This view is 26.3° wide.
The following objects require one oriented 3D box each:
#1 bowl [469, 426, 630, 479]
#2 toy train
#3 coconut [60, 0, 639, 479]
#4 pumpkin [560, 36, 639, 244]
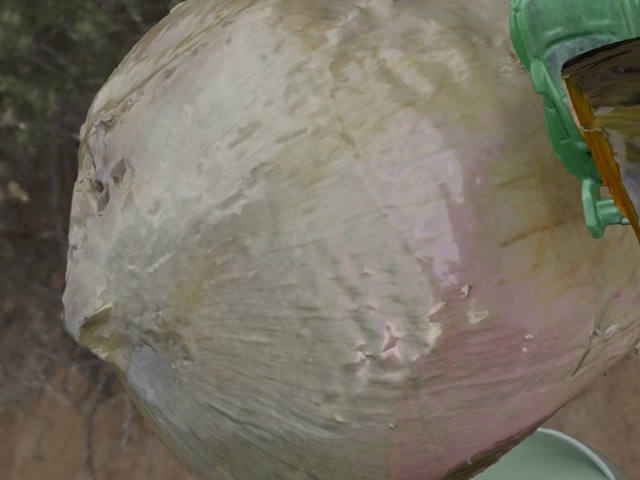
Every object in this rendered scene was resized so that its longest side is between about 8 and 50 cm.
[{"bbox_3d":[0.254,0.371,1.549,0.307,0.163,0.307,-18,62,37],"label":"bowl"},{"bbox_3d":[0.157,-0.082,0.739,0.099,0.149,0.081,-7,43,31],"label":"toy train"},{"bbox_3d":[0.000,0.000,0.923,0.404,0.404,0.404,-30,46,36],"label":"coconut"},{"bbox_3d":[0.167,0.018,0.429,0.148,0.169,0.312,-16,62,5],"label":"pumpkin"}]
